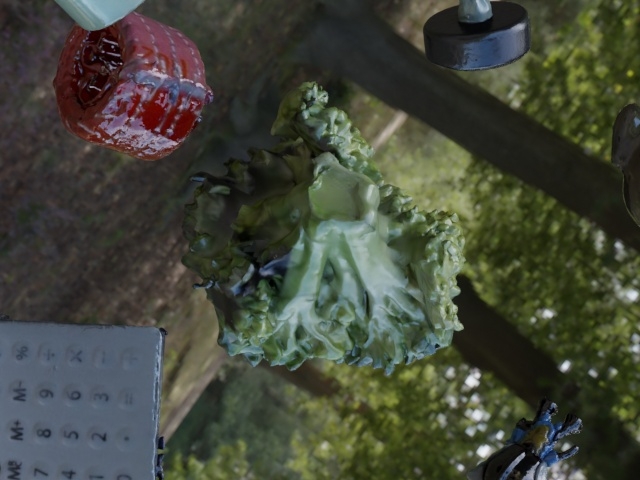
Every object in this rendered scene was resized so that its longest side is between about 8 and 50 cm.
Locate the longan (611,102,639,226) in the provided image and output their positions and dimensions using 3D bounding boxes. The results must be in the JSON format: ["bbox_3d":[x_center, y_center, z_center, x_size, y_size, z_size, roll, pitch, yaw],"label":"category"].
[{"bbox_3d":[0.251,-0.050,0.744,0.106,0.119,0.106,-61,178,-4],"label":"longan"}]

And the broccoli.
[{"bbox_3d":[0.004,0.010,1.222,0.293,0.348,0.281,-46,164,-19],"label":"broccoli"}]

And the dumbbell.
[{"bbox_3d":[0.132,-0.254,0.968,0.100,0.100,0.191,-52,139,-52],"label":"dumbbell"}]

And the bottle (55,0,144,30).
[{"bbox_3d":[-0.172,-0.208,0.598,0.072,0.201,0.072,-23,-137,23],"label":"bottle"}]

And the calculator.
[{"bbox_3d":[-0.256,0.143,0.913,0.021,0.262,0.161,24,67,-77],"label":"calculator"}]

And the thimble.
[{"bbox_3d":[-0.233,-0.191,1.322,0.125,0.189,0.163,19,110,-42],"label":"thimble"}]

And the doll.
[{"bbox_3d":[0.237,0.278,1.317,0.195,0.096,0.070,-48,144,-18],"label":"doll"}]
